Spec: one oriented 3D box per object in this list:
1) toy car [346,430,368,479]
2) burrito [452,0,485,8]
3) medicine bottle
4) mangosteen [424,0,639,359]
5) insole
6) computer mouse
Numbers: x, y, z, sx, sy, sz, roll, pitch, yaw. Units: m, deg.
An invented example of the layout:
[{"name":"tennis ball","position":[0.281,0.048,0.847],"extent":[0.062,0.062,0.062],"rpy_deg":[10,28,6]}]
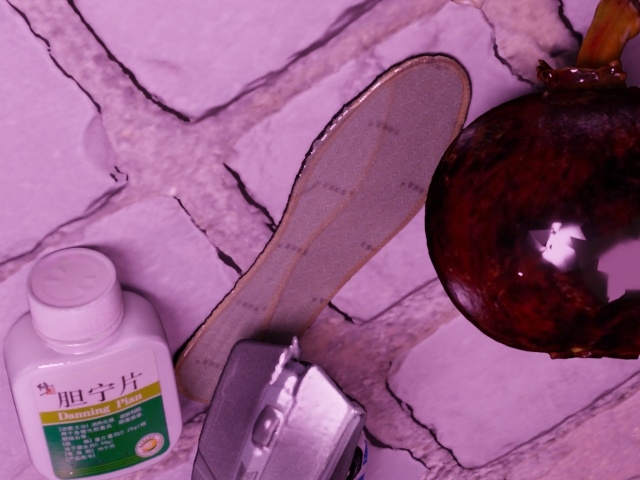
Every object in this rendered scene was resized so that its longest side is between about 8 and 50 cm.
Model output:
[{"name":"toy car","position":[-0.005,0.195,1.399],"extent":[0.070,0.080,0.170],"rpy_deg":[-28,138,-44]},{"name":"burrito","position":[0.112,-0.316,1.006],"extent":[0.117,0.076,0.392],"rpy_deg":[8,125,-17]},{"name":"medicine bottle","position":[-0.168,0.093,1.249],"extent":[0.119,0.069,0.183],"rpy_deg":[-13,132,-10]},{"name":"mangosteen","position":[0.192,-0.046,1.203],"extent":[0.235,0.235,0.261],"rpy_deg":[2,89,-25]},{"name":"insole","position":[0.000,0.000,1.280],"extent":[0.119,0.009,0.348],"rpy_deg":[20,119,-36]},{"name":"computer mouse","position":[-0.044,0.172,1.311],"extent":[0.071,0.126,0.231],"rpy_deg":[-39,155,-50]}]
